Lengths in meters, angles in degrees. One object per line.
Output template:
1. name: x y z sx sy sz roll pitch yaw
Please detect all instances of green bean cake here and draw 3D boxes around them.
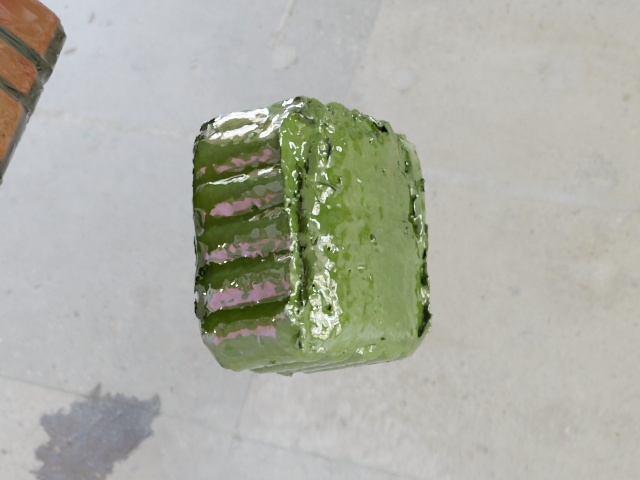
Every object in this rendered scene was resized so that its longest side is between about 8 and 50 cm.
1. green bean cake: 0.000 0.000 0.767 0.113 0.200 0.214 -10 79 37

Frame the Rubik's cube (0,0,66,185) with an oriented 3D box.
1. Rubik's cube: -0.406 -0.116 0.738 0.288 0.283 0.293 -38 26 24
